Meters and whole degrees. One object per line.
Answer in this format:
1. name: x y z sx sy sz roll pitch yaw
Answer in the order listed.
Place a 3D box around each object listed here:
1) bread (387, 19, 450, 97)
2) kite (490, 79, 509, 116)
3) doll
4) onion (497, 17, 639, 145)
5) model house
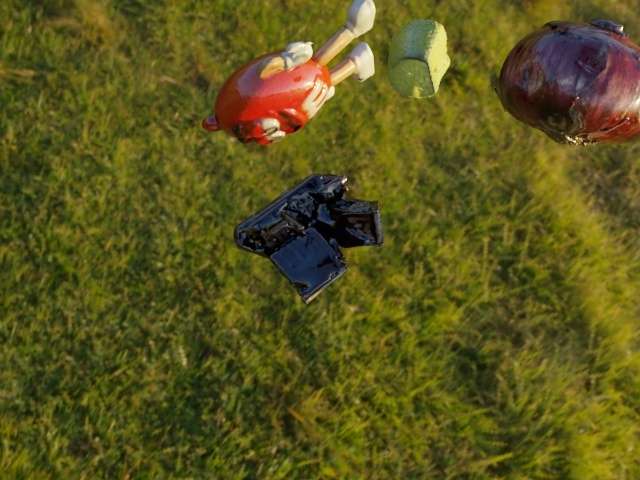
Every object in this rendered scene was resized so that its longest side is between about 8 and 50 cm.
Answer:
1. bread: 0.183 -0.345 1.797 0.111 0.129 0.114 -2 51 24
2. kite: 0.362 -0.290 1.919 0.090 0.004 0.122 68 11 19
3. doll: -0.033 -0.175 1.059 0.217 0.183 0.085 -29 74 -7
4. onion: 0.390 -0.233 1.398 0.246 0.190 0.246 15 11 -3
5. model house: -0.001 -0.011 1.413 0.203 0.164 0.141 -42 116 -11
